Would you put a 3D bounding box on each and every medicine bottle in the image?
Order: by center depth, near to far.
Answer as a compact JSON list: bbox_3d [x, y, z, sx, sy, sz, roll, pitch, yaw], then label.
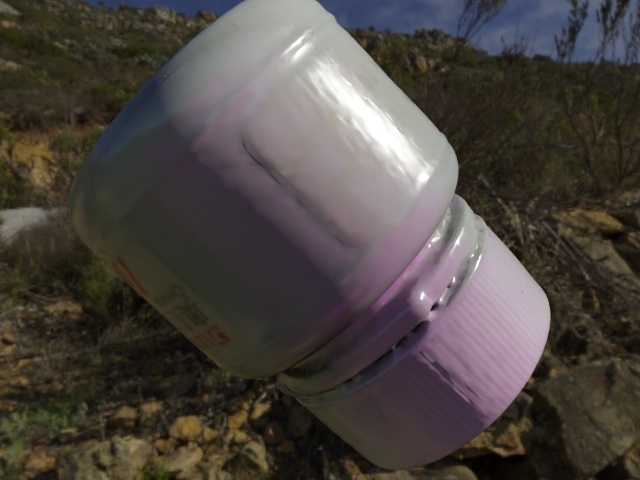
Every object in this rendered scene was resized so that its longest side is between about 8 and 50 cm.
[{"bbox_3d":[0.000,0.000,0.441,0.241,0.302,0.241,-44,10,10],"label":"medicine bottle"}]
